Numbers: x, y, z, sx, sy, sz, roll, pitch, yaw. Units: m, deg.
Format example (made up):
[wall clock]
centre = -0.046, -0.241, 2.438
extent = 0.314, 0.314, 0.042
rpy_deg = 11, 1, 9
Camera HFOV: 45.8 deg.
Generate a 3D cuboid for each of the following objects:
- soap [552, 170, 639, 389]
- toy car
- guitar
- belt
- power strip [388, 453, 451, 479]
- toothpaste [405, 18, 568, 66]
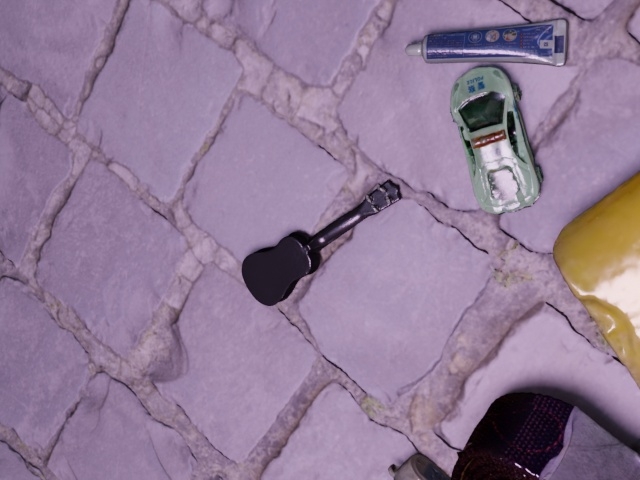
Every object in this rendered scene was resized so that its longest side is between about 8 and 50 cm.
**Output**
[soap]
centre = 0.495, 0.000, 0.803
extent = 0.427, 0.115, 0.306
rpy_deg = -32, 82, 25
[toy car]
centre = 0.211, -0.122, 0.938
extent = 0.094, 0.058, 0.186
rpy_deg = -15, 93, 27
[guitar]
centre = 0.000, 0.000, 1.064
extent = 0.271, 0.038, 0.083
rpy_deg = -35, 86, 25
[belt]
centre = 0.311, 0.310, 0.918
extent = 0.289, 0.164, 0.184
rpy_deg = 39, 139, 12
[power strip]
centre = 0.210, 0.395, 1.021
extent = 0.286, 0.080, 0.048
rpy_deg = 40, 107, 14
[toothpaste]
centre = 0.201, -0.239, 0.934
extent = 0.197, 0.035, 0.057
rpy_deg = 2, 92, 19
